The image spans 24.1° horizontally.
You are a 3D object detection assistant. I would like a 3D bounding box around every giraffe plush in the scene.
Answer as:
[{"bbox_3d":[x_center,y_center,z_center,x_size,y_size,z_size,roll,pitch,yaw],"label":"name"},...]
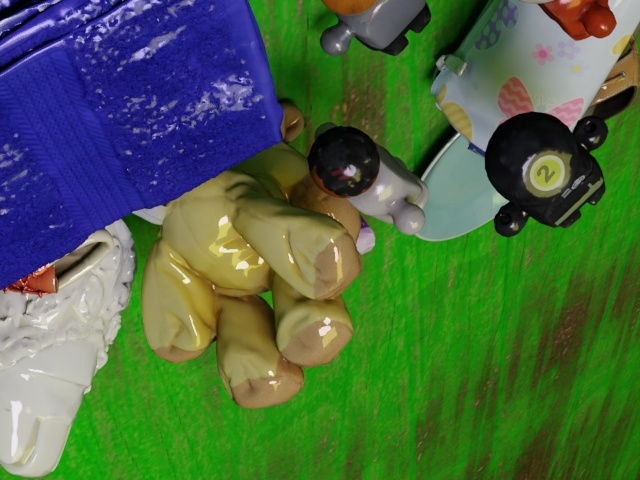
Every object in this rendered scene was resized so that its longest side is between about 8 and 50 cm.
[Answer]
[{"bbox_3d":[-0.043,-0.006,1.097,0.181,0.210,0.170,-47,174,30],"label":"giraffe plush"}]

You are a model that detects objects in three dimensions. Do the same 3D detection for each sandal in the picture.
[{"bbox_3d":[0.243,-0.130,1.318,0.090,0.060,0.219,20,98,-59],"label":"sandal"}]

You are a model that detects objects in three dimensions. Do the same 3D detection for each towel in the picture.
[{"bbox_3d":[-0.174,-0.062,0.878,0.308,0.076,0.227,-28,140,-5],"label":"towel"}]

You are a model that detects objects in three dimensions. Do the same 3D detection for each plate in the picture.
[{"bbox_3d":[0.151,-0.074,1.372,0.188,0.024,0.188,-28,150,-18],"label":"plate"}]

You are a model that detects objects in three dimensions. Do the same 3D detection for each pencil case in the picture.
[{"bbox_3d":[0.187,-0.187,1.149,0.113,0.124,0.273,-50,170,-49],"label":"pencil case"}]

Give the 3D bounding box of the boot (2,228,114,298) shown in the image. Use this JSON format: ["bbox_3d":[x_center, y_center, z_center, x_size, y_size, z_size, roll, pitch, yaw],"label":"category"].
[{"bbox_3d":[-0.216,0.012,0.996,0.158,0.084,0.059,-30,153,-13],"label":"boot"}]

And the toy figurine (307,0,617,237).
[{"bbox_3d":[0.092,-0.109,1.018,0.148,0.210,0.213,20,73,-67],"label":"toy figurine"}]

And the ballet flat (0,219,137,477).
[{"bbox_3d":[-0.268,0.152,1.092,0.409,0.147,0.147,-41,152,2],"label":"ballet flat"}]

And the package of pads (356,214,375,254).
[{"bbox_3d":[0.000,0.000,1.271,0.083,0.050,0.032,-23,149,-27],"label":"package of pads"}]
